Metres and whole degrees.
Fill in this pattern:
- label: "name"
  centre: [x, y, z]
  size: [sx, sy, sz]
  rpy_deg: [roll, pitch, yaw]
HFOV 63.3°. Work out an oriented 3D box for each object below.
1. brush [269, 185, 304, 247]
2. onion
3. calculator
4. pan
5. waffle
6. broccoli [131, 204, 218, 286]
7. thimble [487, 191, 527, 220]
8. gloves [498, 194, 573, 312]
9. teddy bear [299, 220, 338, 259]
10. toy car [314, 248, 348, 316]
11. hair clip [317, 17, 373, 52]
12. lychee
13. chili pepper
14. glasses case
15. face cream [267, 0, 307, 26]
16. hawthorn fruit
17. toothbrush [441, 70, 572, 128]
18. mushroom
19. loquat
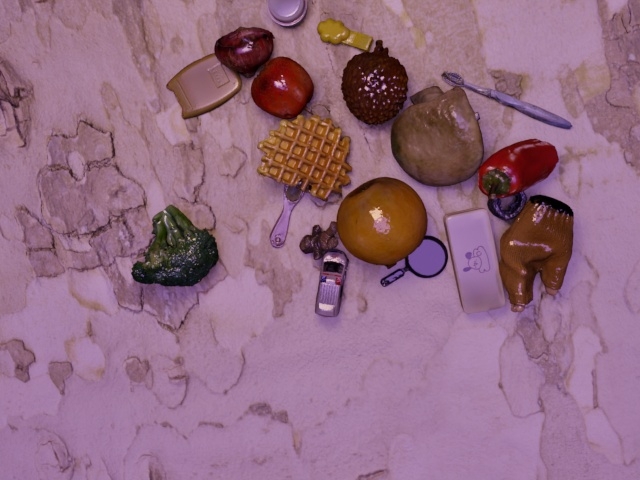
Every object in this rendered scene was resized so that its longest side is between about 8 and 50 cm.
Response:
- label: "brush"
  centre: [-0.098, -0.120, 1.627]
  size: [0.072, 0.067, 0.312]
  rpy_deg: [21, 101, 2]
- label: "onion"
  centre: [-0.218, -0.556, 1.540]
  size: [0.184, 0.183, 0.147]
  rpy_deg: [-10, 134, 7]
- label: "calculator"
  centre: [-0.359, -0.487, 1.617]
  size: [0.237, 0.033, 0.157]
  rpy_deg: [-28, 93, 7]
- label: "pan"
  centre: [0.291, 0.080, 1.630]
  size: [0.235, 0.028, 0.136]
  rpy_deg: [-33, 93, 9]
- label: "waffle"
  centre: [-0.034, -0.233, 1.541]
  size: [0.310, 0.065, 0.283]
  rpy_deg: [-25, 113, -14]
- label: "broccoli"
  centre: [-0.447, 0.028, 1.590]
  size: [0.295, 0.265, 0.245]
  rpy_deg: [-34, 78, 32]
- label: "thimble"
  centre: [0.559, -0.117, 1.560]
  size: [0.095, 0.066, 0.104]
  rpy_deg: [32, 97, 0]
- label: "gloves"
  centre: [0.624, 0.044, 1.525]
  size: [0.203, 0.155, 0.355]
  rpy_deg: [12, 97, -16]
- label: "teddy bear"
  centre: [0.008, 0.002, 1.616]
  size: [0.161, 0.078, 0.119]
  rpy_deg: [-18, 62, 42]
- label: "toy car"
  centre: [0.032, 0.134, 1.623]
  size: [0.090, 0.108, 0.209]
  rpy_deg: [10, 97, 6]
- label: "hair clip"
  centre: [0.070, -0.610, 1.552]
  size: [0.173, 0.046, 0.072]
  rpy_deg: [24, 95, 4]
- label: "lychee"
  centre: [0.156, -0.452, 1.494]
  size: [0.200, 0.200, 0.238]
  rpy_deg: [8, 105, 5]
- label: "chili pepper"
  centre: [0.509, -0.181, 1.444]
  size: [0.339, 0.134, 0.131]
  rpy_deg: [-27, 65, -30]
- label: "glasses case"
  centre: [0.470, 0.061, 1.589]
  size: [0.131, 0.070, 0.312]
  rpy_deg: [-12, 96, 7]
- label: "face cream"
  centre: [-0.096, -0.688, 1.528]
  size: [0.117, 0.104, 0.117]
  rpy_deg: [1, 97, 5]
- label: "hawthorn fruit"
  centre: [-0.097, -0.439, 1.533]
  size: [0.201, 0.179, 0.179]
  rpy_deg: [33, 100, -16]
- label: "toothbrush"
  centre: [0.551, -0.414, 1.536]
  size: [0.414, 0.042, 0.035]
  rpy_deg: [22, 99, 0]
- label: "mushroom"
  centre: [0.325, -0.299, 1.470]
  size: [0.212, 0.217, 0.291]
  rpy_deg: [-10, 92, -13]
- label: "loquat"
  centre: [0.179, -0.045, 1.512]
  size: [0.275, 0.275, 0.274]
  rpy_deg: [1, 98, 6]
